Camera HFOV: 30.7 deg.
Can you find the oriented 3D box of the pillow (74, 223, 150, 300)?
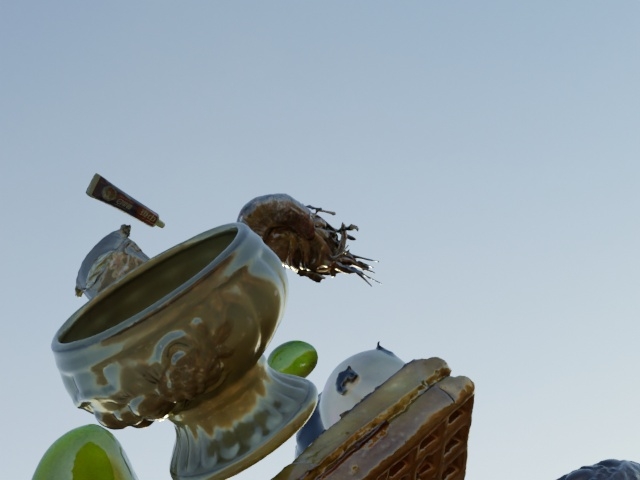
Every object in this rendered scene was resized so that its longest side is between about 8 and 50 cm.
[{"bbox_3d":[-0.304,0.104,1.994,0.169,0.255,0.059,-50,-6,13],"label":"pillow"}]

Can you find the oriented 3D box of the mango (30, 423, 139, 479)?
[{"bbox_3d":[-0.306,0.395,1.577,0.185,0.273,0.149,-28,-7,-32],"label":"mango"}]

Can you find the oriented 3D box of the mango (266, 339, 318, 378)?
[{"bbox_3d":[-0.048,0.207,1.977,0.108,0.073,0.056,-26,-8,34],"label":"mango"}]

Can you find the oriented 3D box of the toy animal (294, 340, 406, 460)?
[{"bbox_3d":[0.080,0.358,2.295,0.251,0.251,0.309,-14,-48,-43],"label":"toy animal"}]

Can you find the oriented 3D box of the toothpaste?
[{"bbox_3d":[-0.290,-0.053,1.759,0.140,0.021,0.037,32,-106,-33],"label":"toothpaste"}]

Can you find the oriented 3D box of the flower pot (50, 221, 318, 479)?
[{"bbox_3d":[-0.149,0.149,1.435,0.307,0.244,0.307,-30,13,8],"label":"flower pot"}]

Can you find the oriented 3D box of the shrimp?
[{"bbox_3d":[-0.005,0.001,2.163,0.343,0.116,0.145,25,-73,-34],"label":"shrimp"}]

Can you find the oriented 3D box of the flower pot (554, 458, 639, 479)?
[{"bbox_3d":[0.402,0.440,1.446,0.267,0.267,0.266,-3,-75,-12],"label":"flower pot"}]

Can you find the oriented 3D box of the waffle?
[{"bbox_3d":[0.058,0.301,1.403,0.328,0.098,0.224,-32,-45,-43],"label":"waffle"}]
